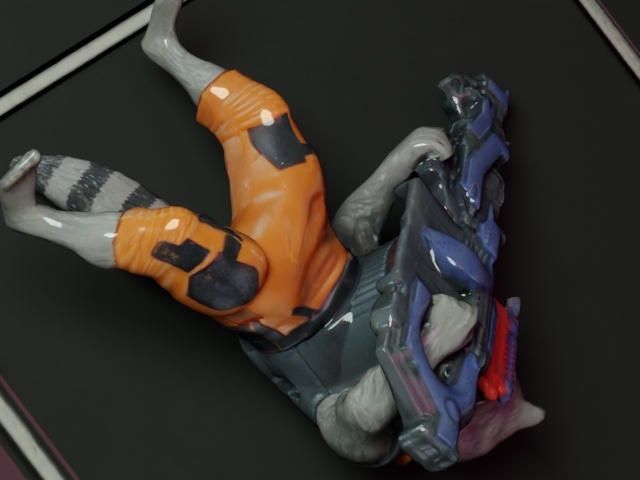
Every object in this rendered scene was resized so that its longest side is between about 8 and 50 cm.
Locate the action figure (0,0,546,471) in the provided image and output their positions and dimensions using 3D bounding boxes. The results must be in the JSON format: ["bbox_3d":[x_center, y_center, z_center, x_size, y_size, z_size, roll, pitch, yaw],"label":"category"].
[{"bbox_3d":[0.000,0.000,1.038,0.330,0.178,0.341,43,33,-11],"label":"action figure"}]
